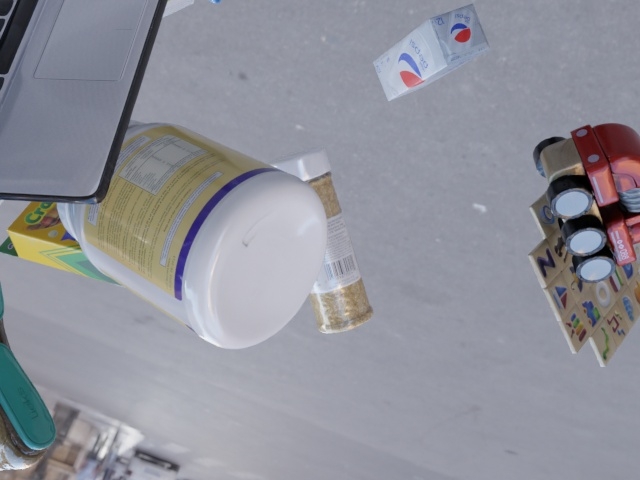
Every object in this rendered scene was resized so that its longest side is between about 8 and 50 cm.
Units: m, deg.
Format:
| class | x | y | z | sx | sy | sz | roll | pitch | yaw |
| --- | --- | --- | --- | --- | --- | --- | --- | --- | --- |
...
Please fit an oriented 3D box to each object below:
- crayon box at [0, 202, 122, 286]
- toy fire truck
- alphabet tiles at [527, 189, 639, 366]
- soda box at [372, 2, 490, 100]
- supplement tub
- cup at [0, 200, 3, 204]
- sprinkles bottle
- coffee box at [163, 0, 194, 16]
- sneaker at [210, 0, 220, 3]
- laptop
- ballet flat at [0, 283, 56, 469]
| class | x | y | z | sx | sy | sz | roll | pitch | yaw |
| --- | --- | --- | --- | --- | --- | --- | --- | --- | --- |
| crayon box | -0.429 | -0.036 | 1.444 | 0.323 | 0.203 | 0.083 | 13 | 138 | 14 |
| toy fire truck | 0.447 | -0.060 | 1.055 | 0.246 | 0.158 | 0.217 | -20 | 130 | 17 |
| alphabet tiles | 0.449 | 0.026 | 1.264 | 0.011 | 0.342 | 0.285 | -19 | 102 | 46 |
| soda box | 0.204 | -0.354 | 1.476 | 0.091 | 0.098 | 0.286 | 68 | 163 | -4 |
| supplement tub | -0.182 | -0.023 | 1.058 | 0.331 | 0.241 | 0.241 | 27 | 165 | 33 |
| cup | -0.643 | -0.076 | 1.117 | 0.237 | 0.331 | 0.331 | 45 | 152 | -10 |
| sprinkles bottle | 0.000 | 0.000 | 1.506 | 0.121 | 0.121 | 0.355 | -6 | 106 | 45 |
| coffee box | -0.453 | -0.696 | 1.655 | 0.338 | 0.338 | 0.334 | 30 | 126 | 7 |
| sneaker | -0.164 | -0.525 | 1.341 | 0.126 | 0.091 | 0.240 | 44 | 129 | 19 |
| laptop | -0.350 | -0.256 | 0.605 | 0.408 | 0.382 | 0.236 | 4 | 151 | 9 |
| ballet flat | -0.448 | 0.133 | 0.962 | 0.124 | 0.342 | 0.116 | -27 | 174 | 13 |
